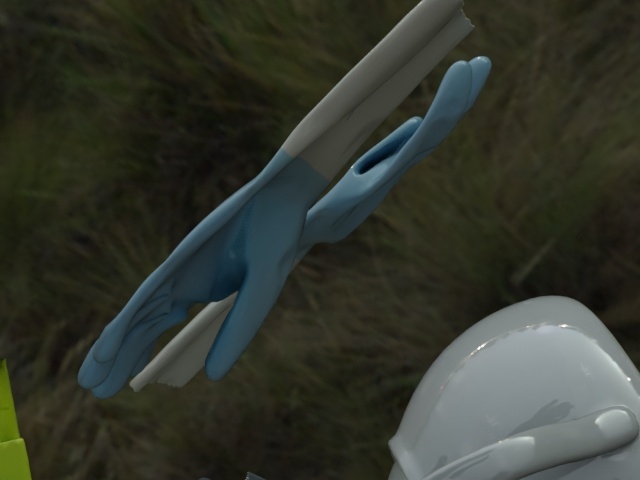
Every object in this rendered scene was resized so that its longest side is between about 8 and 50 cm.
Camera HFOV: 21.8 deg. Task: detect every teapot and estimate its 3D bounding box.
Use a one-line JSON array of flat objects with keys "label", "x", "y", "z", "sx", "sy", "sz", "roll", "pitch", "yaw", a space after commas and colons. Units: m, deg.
[{"label": "teapot", "x": 0.120, "y": 0.167, "z": 1.017, "sx": 0.187, "sy": 0.256, "sz": 0.252, "roll": -26, "pitch": 25, "yaw": -4}]

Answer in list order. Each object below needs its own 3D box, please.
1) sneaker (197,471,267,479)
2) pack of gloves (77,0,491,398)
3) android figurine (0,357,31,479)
[{"label": "sneaker", "x": -0.038, "y": 0.177, "z": 0.896, "sx": 0.235, "sy": 0.094, "sz": 0.153, "roll": -42, "pitch": 21, "yaw": 47}, {"label": "pack of gloves", "x": 0.000, "y": 0.000, "z": 0.750, "sx": 0.232, "sy": 0.195, "sz": 0.046, "roll": -45, "pitch": 78, "yaw": 6}, {"label": "android figurine", "x": -0.195, "y": 0.210, "z": 1.019, "sx": 0.056, "sy": 0.248, "sz": 0.273, "roll": -9, "pitch": 86, "yaw": -14}]
